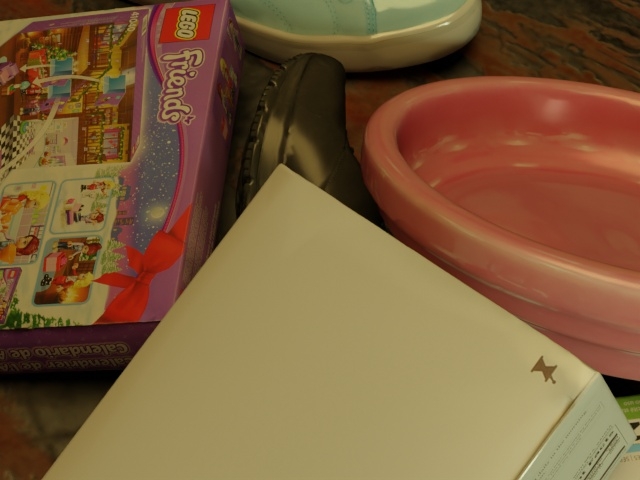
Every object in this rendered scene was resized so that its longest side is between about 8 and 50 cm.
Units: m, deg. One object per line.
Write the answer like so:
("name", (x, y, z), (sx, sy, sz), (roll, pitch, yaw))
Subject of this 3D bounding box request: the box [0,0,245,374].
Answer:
("box", (-0.169, -0.043, 0.913), (0.201, 0.057, 0.293), (-4, 52, 12))

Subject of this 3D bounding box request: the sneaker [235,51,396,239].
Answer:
("sneaker", (0.000, 0.000, 0.883), (0.130, 0.109, 0.286), (9, 62, -1))

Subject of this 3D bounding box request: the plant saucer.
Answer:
("plant saucer", (0.186, -0.010, 0.825), (0.332, 0.084, 0.332), (8, 26, -4))

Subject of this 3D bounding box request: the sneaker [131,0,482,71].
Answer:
("sneaker", (-0.048, -0.243, 1.027), (0.366, 0.150, 0.135), (15, 55, 12))

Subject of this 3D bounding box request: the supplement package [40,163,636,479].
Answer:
("supplement package", (-0.002, 0.134, 0.675), (0.204, 0.145, 0.262), (34, 84, 28))

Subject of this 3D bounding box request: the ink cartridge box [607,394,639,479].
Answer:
("ink cartridge box", (0.242, 0.211, 0.710), (0.188, 0.097, 0.255), (-7, 52, -5))
